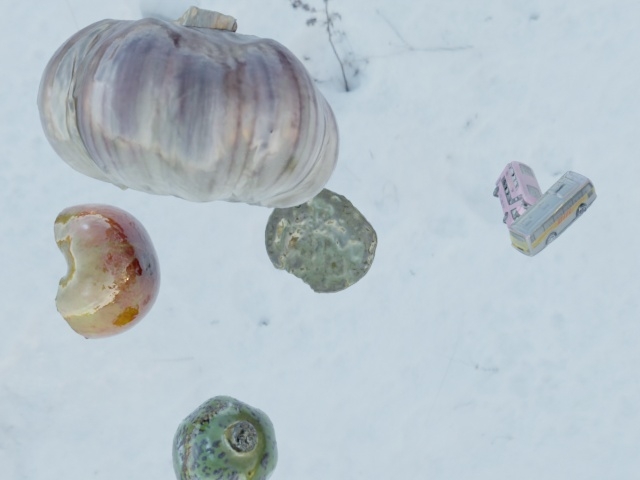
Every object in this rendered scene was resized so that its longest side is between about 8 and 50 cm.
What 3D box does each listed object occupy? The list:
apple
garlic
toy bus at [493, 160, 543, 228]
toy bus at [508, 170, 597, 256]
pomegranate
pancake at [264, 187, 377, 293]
[{"bbox_3d":[-0.425,0.053,1.631,0.163,0.251,0.293,-12,75,19],"label":"apple"},{"bbox_3d":[-0.070,-0.075,0.420,0.159,0.147,0.102,13,103,20],"label":"garlic"},{"bbox_3d":[0.416,-0.091,1.621,0.063,0.090,0.203,20,33,-11],"label":"toy bus"},{"bbox_3d":[0.398,-0.047,1.326,0.172,0.072,0.057,-41,43,-12],"label":"toy bus"},{"bbox_3d":[-0.210,0.471,1.736,0.254,0.270,0.254,11,61,-21],"label":"pomegranate"},{"bbox_3d":[0.000,0.000,1.624,0.236,0.042,0.222,12,97,2],"label":"pancake"}]
